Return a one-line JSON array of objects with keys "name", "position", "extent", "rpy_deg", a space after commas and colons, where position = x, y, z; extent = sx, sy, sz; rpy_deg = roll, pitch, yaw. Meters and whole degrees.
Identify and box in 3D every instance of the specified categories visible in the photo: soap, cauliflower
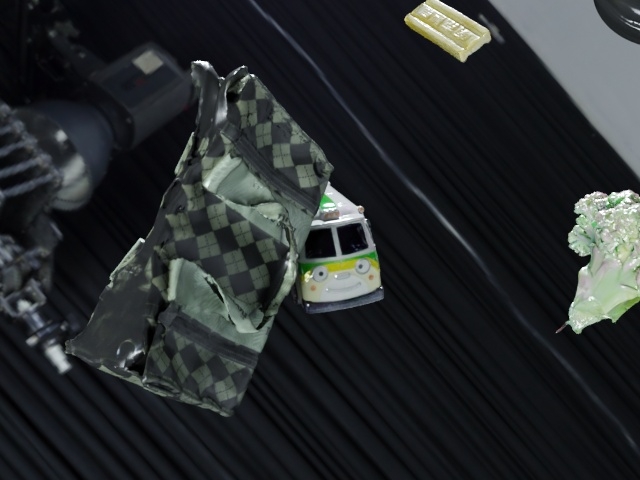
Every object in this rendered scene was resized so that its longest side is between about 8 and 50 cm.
[{"name": "soap", "position": [0.310, -0.528, 1.812], "extent": [0.092, 0.252, 0.037], "rpy_deg": [-37, -44, -2]}, {"name": "cauliflower", "position": [0.541, 0.052, 1.317], "extent": [0.315, 0.256, 0.239], "rpy_deg": [-49, -2, -7]}]

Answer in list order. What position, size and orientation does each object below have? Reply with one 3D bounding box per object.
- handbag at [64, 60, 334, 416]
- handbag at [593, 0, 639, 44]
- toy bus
[{"name": "handbag", "position": [-0.145, 0.001, 0.968], "extent": [0.416, 0.180, 0.317], "rpy_deg": [-68, -21, -14]}, {"name": "handbag", "position": [0.575, -0.459, 1.228], "extent": [0.253, 0.308, 0.093], "rpy_deg": [-2, -22, 9]}, {"name": "toy bus", "position": [0.000, 0.000, 1.296], "extent": [0.143, 0.179, 0.305], "rpy_deg": [-9, 18, -11]}]
